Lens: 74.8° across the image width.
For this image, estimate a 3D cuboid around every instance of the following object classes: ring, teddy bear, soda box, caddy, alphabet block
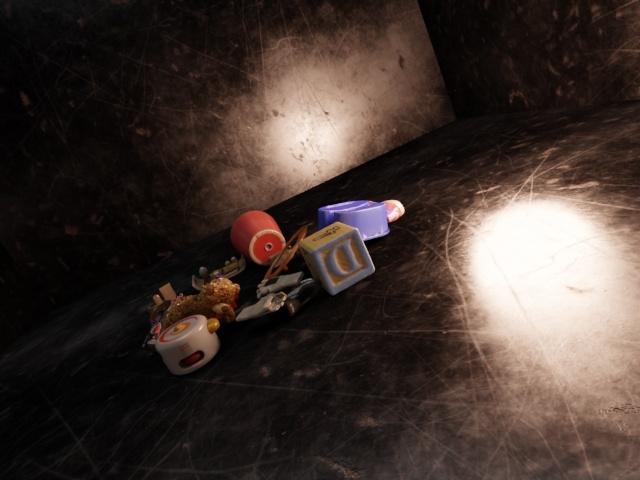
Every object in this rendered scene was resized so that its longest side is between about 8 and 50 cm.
[{"bbox_3d":[-0.153,0.073,1.894,0.336,0.032,0.336,-50,12,15],"label":"ring"},{"bbox_3d":[-0.449,0.275,1.597,0.338,0.245,0.113,-25,45,13],"label":"teddy bear"},{"bbox_3d":[-0.666,0.374,1.724,0.053,0.060,0.168,-9,52,34],"label":"soda box"},{"bbox_3d":[0.143,-0.064,1.827,0.342,0.179,0.241,-14,18,-34],"label":"caddy"},{"bbox_3d":[0.055,0.060,1.564,0.194,0.192,0.197,-27,15,-12],"label":"alphabet block"}]

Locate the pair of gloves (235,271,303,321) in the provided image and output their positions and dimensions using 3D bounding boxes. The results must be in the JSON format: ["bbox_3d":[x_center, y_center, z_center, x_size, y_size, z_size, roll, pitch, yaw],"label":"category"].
[{"bbox_3d":[-0.185,0.195,1.508,0.204,0.042,0.240,-19,21,35],"label":"pair of gloves"}]

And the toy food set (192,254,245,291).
[{"bbox_3d":[-0.560,0.159,2.313,0.306,0.092,0.220,-28,16,-10],"label":"toy food set"}]

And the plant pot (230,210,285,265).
[{"bbox_3d":[-0.311,0.001,2.194,0.275,0.274,0.243,-29,27,-14],"label":"plant pot"}]

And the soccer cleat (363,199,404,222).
[{"bbox_3d":[0.252,-0.127,2.027,0.318,0.108,0.116,0,33,50],"label":"soccer cleat"}]

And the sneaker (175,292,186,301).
[{"bbox_3d":[-0.733,0.314,2.144,0.047,0.057,0.119,-14,20,27],"label":"sneaker"}]

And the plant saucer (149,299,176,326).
[{"bbox_3d":[-0.781,0.352,2.066,0.169,0.029,0.168,-28,28,17],"label":"plant saucer"}]

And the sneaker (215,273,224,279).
[{"bbox_3d":[-0.509,0.210,2.119,0.068,0.071,0.170,-29,17,-14],"label":"sneaker"}]

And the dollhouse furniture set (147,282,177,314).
[{"bbox_3d":[-0.854,0.309,2.211,0.144,0.123,0.151,-34,18,-29],"label":"dollhouse furniture set"}]

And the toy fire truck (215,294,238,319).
[{"bbox_3d":[-0.429,0.285,1.811,0.192,0.047,0.135,-34,18,-26],"label":"toy fire truck"}]

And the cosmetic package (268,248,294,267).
[{"bbox_3d":[-0.193,0.082,2.083,0.115,0.060,0.041,-30,17,-12],"label":"cosmetic package"}]

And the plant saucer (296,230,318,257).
[{"bbox_3d":[0.000,0.000,2.101,0.278,0.041,0.278,-23,17,7],"label":"plant saucer"}]

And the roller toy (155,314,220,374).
[{"bbox_3d":[-0.461,0.355,1.457,0.210,0.146,0.191,-14,20,31],"label":"roller toy"}]

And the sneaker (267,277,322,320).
[{"bbox_3d":[-0.093,0.218,1.492,0.235,0.078,0.106,-29,19,0],"label":"sneaker"}]
